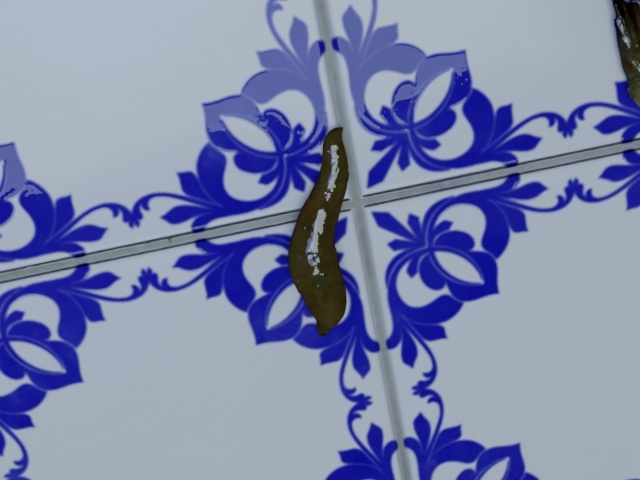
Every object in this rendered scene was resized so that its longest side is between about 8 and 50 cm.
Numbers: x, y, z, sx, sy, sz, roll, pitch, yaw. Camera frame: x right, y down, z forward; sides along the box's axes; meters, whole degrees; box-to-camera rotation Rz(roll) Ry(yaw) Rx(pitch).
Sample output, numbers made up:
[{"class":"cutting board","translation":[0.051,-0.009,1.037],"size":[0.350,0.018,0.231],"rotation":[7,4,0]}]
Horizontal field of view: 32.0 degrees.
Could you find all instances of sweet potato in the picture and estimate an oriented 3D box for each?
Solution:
[{"class":"sweet potato","translation":[-0.002,-0.002,1.248],"size":[0.069,0.059,0.250],"rotation":[-7,107,-25]}]

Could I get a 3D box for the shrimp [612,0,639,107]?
[{"class":"shrimp","translation":[0.414,-0.268,1.198],"size":[0.233,0.071,0.365],"rotation":[-28,115,9]}]
